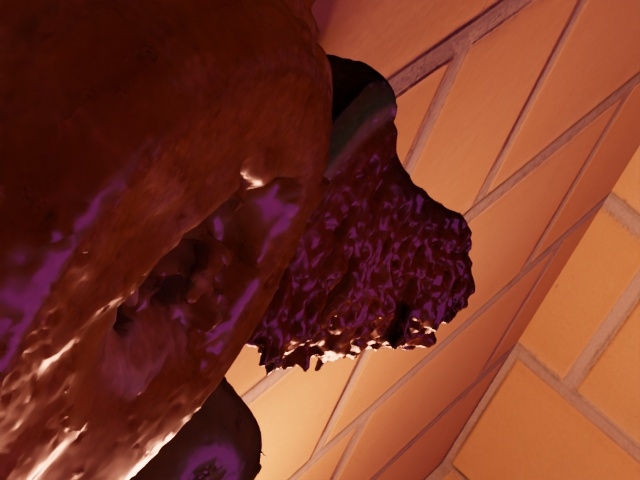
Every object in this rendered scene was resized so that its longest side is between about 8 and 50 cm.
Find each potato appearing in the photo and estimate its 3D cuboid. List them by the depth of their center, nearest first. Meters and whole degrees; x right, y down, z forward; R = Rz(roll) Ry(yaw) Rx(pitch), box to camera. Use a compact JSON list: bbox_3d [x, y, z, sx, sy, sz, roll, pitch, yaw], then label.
[{"bbox_3d":[-0.136,0.144,1.158,0.165,0.165,0.262,-43,-172,-20],"label":"potato"}]

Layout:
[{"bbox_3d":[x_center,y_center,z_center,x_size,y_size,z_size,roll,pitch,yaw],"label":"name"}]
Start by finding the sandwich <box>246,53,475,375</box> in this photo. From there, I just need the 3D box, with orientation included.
[{"bbox_3d":[0.000,0.000,1.273,0.301,0.162,0.250,37,80,-45],"label":"sandwich"}]

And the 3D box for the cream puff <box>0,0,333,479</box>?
[{"bbox_3d":[-0.151,-0.024,0.663,0.343,0.231,0.327,-63,166,22],"label":"cream puff"}]
